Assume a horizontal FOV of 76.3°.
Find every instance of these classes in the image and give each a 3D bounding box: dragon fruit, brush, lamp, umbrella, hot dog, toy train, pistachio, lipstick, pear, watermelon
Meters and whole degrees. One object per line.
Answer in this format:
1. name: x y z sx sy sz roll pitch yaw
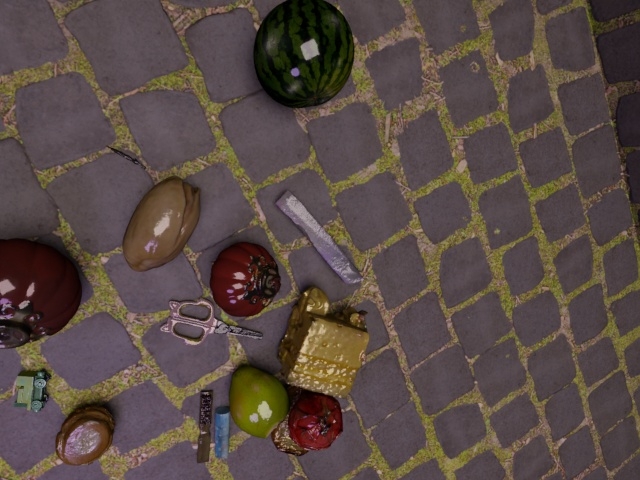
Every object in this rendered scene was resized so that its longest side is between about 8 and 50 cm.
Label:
1. dragon fruit: -0.013 0.549 1.241 0.173 0.209 0.172 16 51 -20
2. brush: -0.376 0.611 1.323 0.043 0.036 0.247 4 96 -14
3. lamp: -0.218 0.115 1.210 0.227 0.227 0.226 -3 98 -18
4. lamp: -0.762 0.128 1.006 0.303 0.256 0.303 -11 141 -9
5. umbrella: -0.549 -0.236 1.157 0.122 0.022 0.013 32 113 -9
6. hot dog: -0.064 0.580 1.383 0.175 0.114 0.258 23 86 -15
7. toy train: -0.811 0.423 1.147 0.081 0.050 0.122 10 95 -15
8. pistachio: -0.448 -0.041 1.144 0.162 0.182 0.292 26 93 -57
9. lipstick: -0.322 0.631 1.336 0.048 0.048 0.157 1 98 -18
10. pear: -0.204 0.502 1.292 0.220 0.187 0.187 40 83 16
11. watermelon: -0.043 -0.519 1.144 0.285 0.285 0.284 -3 98 -18

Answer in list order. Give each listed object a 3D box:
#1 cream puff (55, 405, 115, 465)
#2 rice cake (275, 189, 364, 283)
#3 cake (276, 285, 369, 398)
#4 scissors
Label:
1. cream puff: -0.677 0.555 1.174 0.165 0.115 0.150 -37 114 -20
2. rice cake: 0.000 -0.001 1.344 0.070 0.064 0.399 -40 108 1
3. cake: 0.010 0.312 1.308 0.228 0.222 0.285 22 90 -21
4. scissors: -0.334 0.274 1.295 0.318 0.024 0.160 19 90 -19
